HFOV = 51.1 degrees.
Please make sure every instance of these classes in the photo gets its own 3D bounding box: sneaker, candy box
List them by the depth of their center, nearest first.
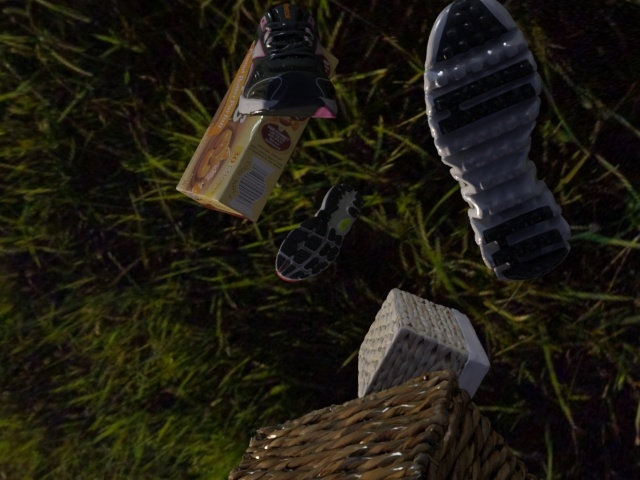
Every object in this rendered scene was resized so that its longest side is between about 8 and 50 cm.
[{"bbox_3d":[-0.029,-0.139,0.507,0.072,0.178,0.077,-2,111,-10],"label":"sneaker"},{"bbox_3d":[0.170,-0.102,0.685,0.110,0.118,0.292,-16,115,8],"label":"sneaker"},{"bbox_3d":[-0.114,-0.199,1.169,0.183,0.087,0.316,18,79,53],"label":"candy box"},{"bbox_3d":[0.000,0.000,1.442,0.107,0.279,0.118,39,147,5],"label":"sneaker"}]

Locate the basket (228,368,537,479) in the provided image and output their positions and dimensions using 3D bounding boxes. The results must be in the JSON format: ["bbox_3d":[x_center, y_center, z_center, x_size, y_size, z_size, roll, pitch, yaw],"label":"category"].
[{"bbox_3d":[0.052,0.298,0.636,0.299,0.213,0.223,-28,108,37],"label":"basket"}]

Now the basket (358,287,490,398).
[{"bbox_3d":[0.109,0.134,0.766,0.103,0.167,0.113,26,102,-3],"label":"basket"}]
